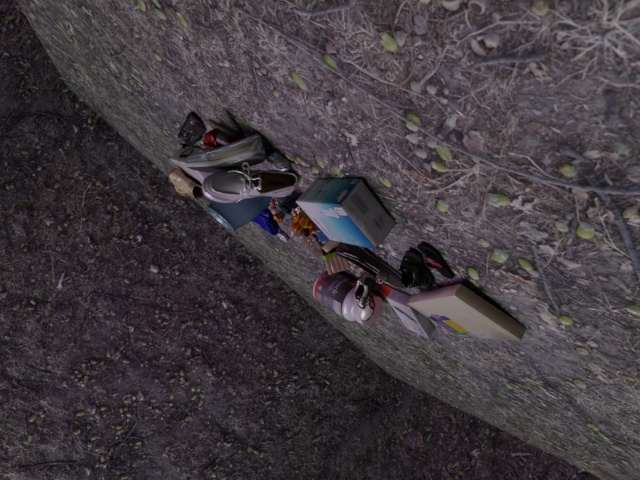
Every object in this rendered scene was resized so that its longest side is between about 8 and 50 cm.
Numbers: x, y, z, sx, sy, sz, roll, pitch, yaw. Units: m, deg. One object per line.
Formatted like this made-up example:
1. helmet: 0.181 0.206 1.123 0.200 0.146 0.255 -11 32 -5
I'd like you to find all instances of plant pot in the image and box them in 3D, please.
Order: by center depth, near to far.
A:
1. plant pot: -0.427 -0.191 2.070 0.272 0.255 0.271 36 164 12

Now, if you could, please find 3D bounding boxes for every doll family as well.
1. doll family: -0.110 -0.123 1.702 0.263 0.163 0.118 36 164 13

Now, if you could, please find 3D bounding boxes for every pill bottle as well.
1. pill bottle: 0.148 0.312 2.211 0.363 0.210 0.210 24 157 43

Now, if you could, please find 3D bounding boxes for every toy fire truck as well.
1. toy fire truck: -0.399 -0.413 1.662 0.217 0.158 0.246 26 140 25

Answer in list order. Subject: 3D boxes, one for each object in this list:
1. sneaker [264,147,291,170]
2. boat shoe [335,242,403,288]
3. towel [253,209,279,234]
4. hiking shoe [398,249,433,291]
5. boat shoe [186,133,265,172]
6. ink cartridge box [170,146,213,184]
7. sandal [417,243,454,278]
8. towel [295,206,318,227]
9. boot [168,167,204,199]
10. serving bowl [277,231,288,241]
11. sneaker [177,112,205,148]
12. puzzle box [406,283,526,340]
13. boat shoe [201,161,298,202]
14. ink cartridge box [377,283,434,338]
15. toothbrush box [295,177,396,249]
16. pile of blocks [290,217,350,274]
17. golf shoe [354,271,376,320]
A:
1. sneaker: -0.167 -0.311 1.537 0.135 0.052 0.058 32 158 25
2. boat shoe: 0.211 0.117 1.749 0.335 0.095 0.112 39 164 5
3. towel: -0.394 -0.156 2.395 0.308 0.076 0.227 33 159 24
4. hiking shoe: 0.337 0.135 1.480 0.086 0.114 0.226 23 157 47
5. boat shoe: -0.367 -0.329 1.556 0.321 0.102 0.118 -8 174 18
6. ink cartridge box: -0.676 -0.405 2.282 0.306 0.131 0.226 20 155 47
7. sandal: 0.384 0.078 1.355 0.179 0.040 0.067 46 163 -20
8. towel: -0.090 -0.111 1.938 0.144 0.029 0.197 25 158 45
9. boot: -0.753 -0.294 2.367 0.204 0.095 0.262 33 161 17
10. serving bowl: -0.227 -0.027 2.469 0.083 0.027 0.083 36 164 12
11. sneaker: -0.615 -0.507 1.920 0.101 0.106 0.267 43 162 -7
12. puzzle box: 0.518 0.275 1.513 0.272 0.052 0.409 33 164 -3
13. boat shoe: -0.257 -0.219 1.540 0.368 0.135 0.156 -2 172 -21
14. ink cartridge box: 0.395 0.337 1.983 0.261 0.066 0.296 20 155 47
15. toothbrush box: 0.081 -0.098 1.410 0.216 0.126 0.296 47 162 -26
16. pile of blocks: 0.000 0.000 1.902 0.362 0.149 0.112 46 -169 -15
17. golf shoe: 0.199 0.275 1.945 0.105 0.120 0.272 22 119 36
